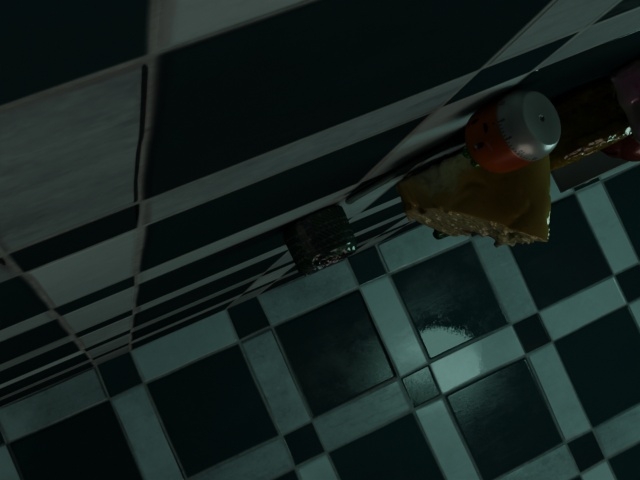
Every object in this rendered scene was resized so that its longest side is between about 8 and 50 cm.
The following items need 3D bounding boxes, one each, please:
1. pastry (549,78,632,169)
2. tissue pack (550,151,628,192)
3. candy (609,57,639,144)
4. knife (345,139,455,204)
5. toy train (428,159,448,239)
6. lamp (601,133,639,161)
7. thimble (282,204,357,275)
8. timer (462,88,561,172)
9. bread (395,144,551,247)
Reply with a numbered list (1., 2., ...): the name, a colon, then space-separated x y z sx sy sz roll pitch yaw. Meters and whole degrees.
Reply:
1. pastry: 0.431 -0.190 1.524 0.188 0.103 0.189 -24 176 -2
2. tissue pack: 0.639 -0.222 2.056 0.246 0.136 0.159 -27 175 38
3. candy: 0.604 -0.245 1.459 0.265 0.156 0.116 -21 178 -31
4. knife: 0.120 -0.106 1.442 0.210 0.015 0.028 -29 169 33
5. toy train: 0.263 -0.095 1.590 0.200 0.132 0.083 -22 177 -1
6. lamp: 0.569 -0.219 1.648 0.182 0.140 0.182 3 -150 -2
7. thimble: 0.001 0.000 1.590 0.118 0.090 0.135 -26 174 -9
8. timer: 0.238 -0.138 1.192 0.136 0.099 0.136 -11 174 -1
9. bread: 0.226 -0.113 1.405 0.211 0.224 0.183 16 164 -23
